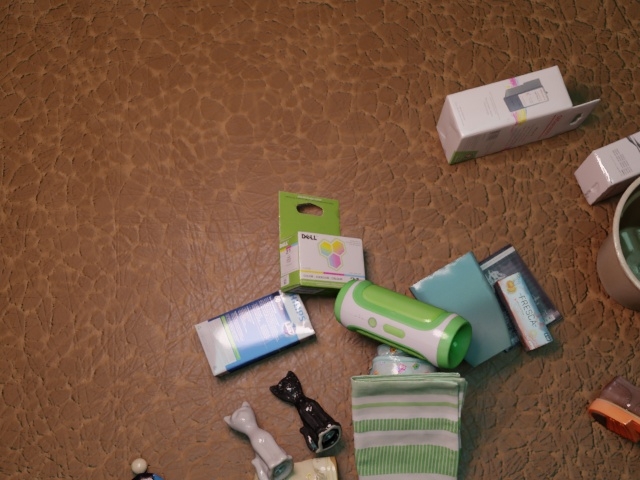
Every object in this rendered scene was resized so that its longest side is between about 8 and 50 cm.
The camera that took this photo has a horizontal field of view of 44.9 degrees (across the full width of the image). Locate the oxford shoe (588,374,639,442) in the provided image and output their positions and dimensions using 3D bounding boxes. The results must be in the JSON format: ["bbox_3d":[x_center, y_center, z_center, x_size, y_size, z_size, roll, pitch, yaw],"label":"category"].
[{"bbox_3d":[0.782,0.405,1.701,0.364,0.130,0.132,25,69,41],"label":"oxford shoe"}]

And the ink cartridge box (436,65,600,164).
[{"bbox_3d":[0.483,-0.316,1.924,0.354,0.207,0.119,-15,77,-4],"label":"ink cartridge box"}]

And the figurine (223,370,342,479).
[{"bbox_3d":[-0.095,0.422,1.783,0.215,0.092,0.209,-30,51,-18],"label":"figurine"}]

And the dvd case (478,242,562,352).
[{"bbox_3d":[0.460,0.140,1.904,0.165,0.018,0.221,-31,78,-5],"label":"dvd case"}]

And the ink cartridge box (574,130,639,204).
[{"bbox_3d":[0.769,-0.194,1.903,0.237,0.172,0.100,-23,76,-4],"label":"ink cartridge box"}]

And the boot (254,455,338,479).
[{"bbox_3d":[-0.056,0.626,1.750,0.204,0.095,0.261,-2,74,0],"label":"boot"}]

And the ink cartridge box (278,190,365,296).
[{"bbox_3d":[0.000,0.000,1.869,0.189,0.097,0.255,7,72,-32],"label":"ink cartridge box"}]

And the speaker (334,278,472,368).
[{"bbox_3d":[0.179,0.181,1.720,0.297,0.131,0.131,19,75,34],"label":"speaker"}]

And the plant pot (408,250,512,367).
[{"bbox_3d":[0.338,0.169,1.822,0.165,0.166,0.234,-31,84,3],"label":"plant pot"}]

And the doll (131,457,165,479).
[{"bbox_3d":[-0.410,0.600,1.791,0.129,0.046,0.189,-12,76,-3],"label":"doll"}]

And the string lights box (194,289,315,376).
[{"bbox_3d":[-0.155,0.219,1.868,0.260,0.077,0.133,-22,76,-4],"label":"string lights box"}]

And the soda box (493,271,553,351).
[{"bbox_3d":[0.484,0.171,1.855,0.063,0.058,0.183,-22,78,-3],"label":"soda box"}]

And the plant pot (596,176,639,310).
[{"bbox_3d":[0.787,0.031,1.775,0.334,0.305,0.333,0,75,1],"label":"plant pot"}]

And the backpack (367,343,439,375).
[{"bbox_3d":[0.190,0.311,1.778,0.166,0.188,0.144,5,76,4],"label":"backpack"}]

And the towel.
[{"bbox_3d":[0.195,0.429,1.718,0.248,0.324,0.038,-2,31,2],"label":"towel"}]
